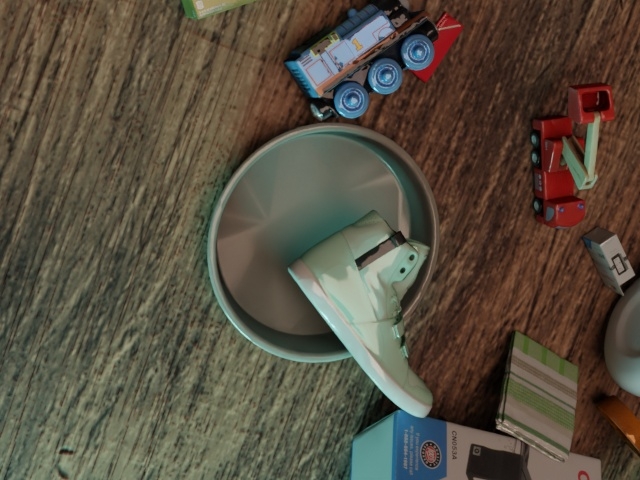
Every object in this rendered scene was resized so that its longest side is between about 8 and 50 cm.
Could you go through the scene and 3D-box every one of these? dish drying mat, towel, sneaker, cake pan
[{"bbox_3d":[0.140,-0.235,1.708,0.032,0.008,0.083,34,90,-23],"label":"dish drying mat"},{"bbox_3d":[0.278,0.200,1.794,0.113,0.023,0.152,32,46,-16],"label":"towel"},{"bbox_3d":[0.094,0.085,1.656,0.151,0.094,0.256,-38,109,-1],"label":"sneaker"},{"bbox_3d":[0.000,0.000,1.689,0.293,0.054,0.293,-4,103,-18],"label":"cake pan"}]

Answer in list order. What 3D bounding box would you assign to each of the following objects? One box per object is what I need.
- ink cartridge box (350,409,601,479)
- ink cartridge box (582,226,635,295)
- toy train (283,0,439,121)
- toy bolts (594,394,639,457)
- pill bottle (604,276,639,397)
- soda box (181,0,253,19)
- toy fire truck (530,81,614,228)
[{"bbox_3d":[0.197,0.361,1.745,0.307,0.129,0.223,16,58,-22],"label":"ink cartridge box"},{"bbox_3d":[0.379,0.027,1.828,0.028,0.048,0.083,-32,112,-10],"label":"ink cartridge box"},{"bbox_3d":[0.051,-0.219,1.645,0.184,0.080,0.105,-37,105,-8],"label":"toy train"},{"bbox_3d":[0.407,0.346,1.867,0.158,0.218,0.228,-40,147,1],"label":"toy bolts"},{"bbox_3d":[0.545,0.169,1.847,0.323,0.181,0.181,27,92,-22],"label":"pill bottle"},{"bbox_3d":[-0.071,-0.306,1.590,0.181,0.061,0.058,-21,107,-14],"label":"soda box"},{"bbox_3d":[0.311,-0.102,1.728,0.047,0.135,0.192,-8,105,-17],"label":"toy fire truck"}]
